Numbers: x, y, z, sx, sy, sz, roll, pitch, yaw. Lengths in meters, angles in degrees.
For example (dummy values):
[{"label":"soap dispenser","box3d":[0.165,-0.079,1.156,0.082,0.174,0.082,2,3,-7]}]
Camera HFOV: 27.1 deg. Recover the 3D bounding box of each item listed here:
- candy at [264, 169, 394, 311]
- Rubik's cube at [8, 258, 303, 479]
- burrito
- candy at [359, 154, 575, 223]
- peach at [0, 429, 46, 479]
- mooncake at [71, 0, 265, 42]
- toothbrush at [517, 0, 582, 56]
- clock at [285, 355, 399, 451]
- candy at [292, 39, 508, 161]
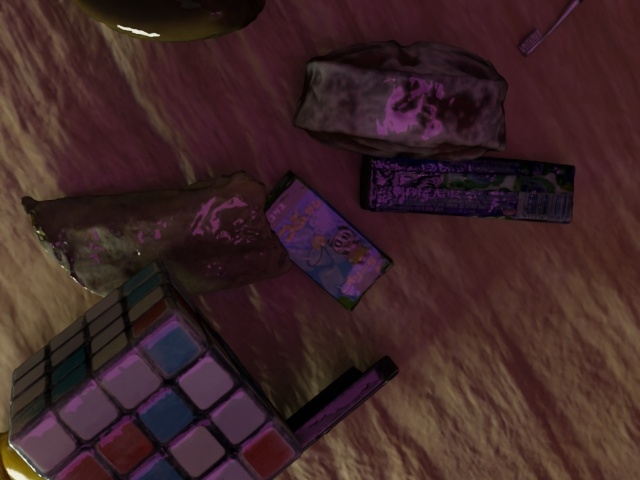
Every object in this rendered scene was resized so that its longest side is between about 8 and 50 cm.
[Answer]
[{"label":"candy","box3d":[0.000,0.000,1.863,0.194,0.062,0.097,42,92,-15]},{"label":"Rubik's cube","box3d":[-0.213,0.216,1.654,0.259,0.256,0.253,-37,108,-3]},{"label":"burrito","box3d":[-0.218,0.007,1.781,0.347,0.107,0.175,-6,104,3]},{"label":"candy","box3d":[0.211,-0.077,1.889,0.312,0.061,0.088,4,99,-12]},{"label":"peach","box3d":[-0.398,0.334,1.821,0.179,0.103,0.179,0,106,-1]},{"label":"mooncake","box3d":[-0.175,-0.461,1.634,0.393,0.246,0.394,43,104,-5]},{"label":"toothbrush","box3d":[0.380,-0.355,1.892,0.257,0.018,0.024,-42,99,0]},{"label":"clock","box3d":[-0.010,0.247,1.805,0.273,0.279,0.049,-39,83,-2]},{"label":"candy","box3d":[0.111,-0.188,1.770,0.289,0.214,0.157,5,98,-8]}]
